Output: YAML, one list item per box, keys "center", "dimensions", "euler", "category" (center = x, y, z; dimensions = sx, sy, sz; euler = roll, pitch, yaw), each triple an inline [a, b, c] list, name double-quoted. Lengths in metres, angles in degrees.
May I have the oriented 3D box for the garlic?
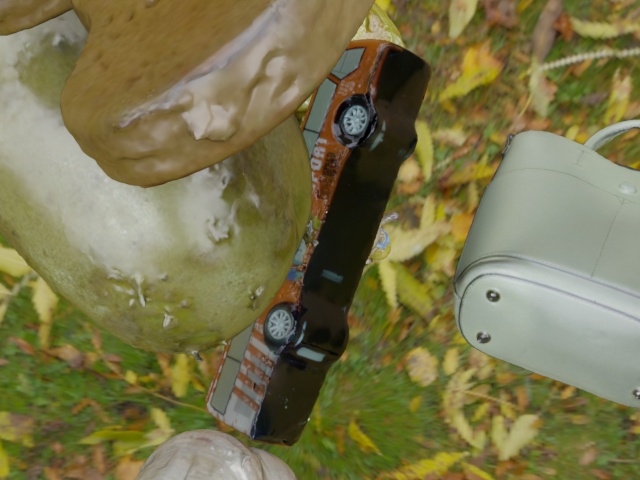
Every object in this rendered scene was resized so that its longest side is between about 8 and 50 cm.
- center: [-0.127, 0.258, 1.122]
  dimensions: [0.212, 0.218, 0.218]
  euler: [-1, 81, 31]
  category: "garlic"

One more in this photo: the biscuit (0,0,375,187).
- center: [-0.025, -0.202, 0.788]
  dimensions: [0.368, 0.394, 0.076]
  euler: [-40, 125, -6]
  category: "biscuit"

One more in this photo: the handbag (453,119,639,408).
- center: [0.252, -0.001, 1.213]
  dimensions: [0.241, 0.109, 0.315]
  euler: [21, 39, 11]
  category: "handbag"

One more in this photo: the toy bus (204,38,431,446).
- center: [0.000, 0.000, 1.378]
  dimensions: [0.092, 0.093, 0.409]
  euler: [21, 91, 41]
  category: "toy bus"

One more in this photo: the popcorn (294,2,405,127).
- center: [-0.027, -0.210, 1.769]
  dimensions: [0.276, 0.276, 0.225]
  euler: [-21, 100, -3]
  category: "popcorn"

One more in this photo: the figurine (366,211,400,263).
- center: [0.054, 0.000, 1.465]
  dimensions: [0.050, 0.083, 0.047]
  euler: [-3, 60, -10]
  category: "figurine"

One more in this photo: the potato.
- center: [-0.163, -0.083, 1.098]
  dimensions: [0.359, 0.270, 0.219]
  euler: [44, 118, -5]
  category: "potato"
